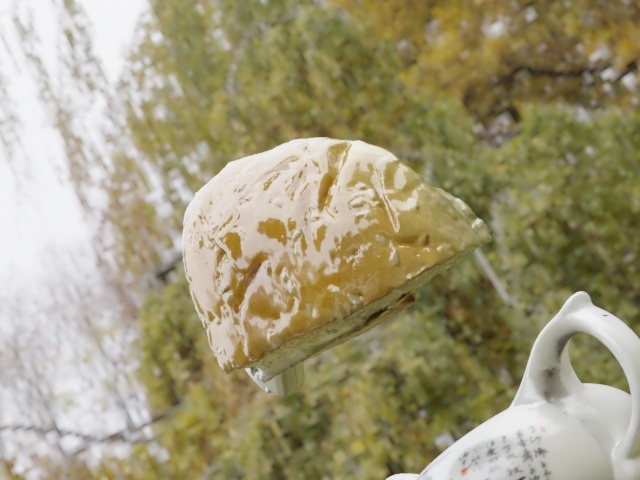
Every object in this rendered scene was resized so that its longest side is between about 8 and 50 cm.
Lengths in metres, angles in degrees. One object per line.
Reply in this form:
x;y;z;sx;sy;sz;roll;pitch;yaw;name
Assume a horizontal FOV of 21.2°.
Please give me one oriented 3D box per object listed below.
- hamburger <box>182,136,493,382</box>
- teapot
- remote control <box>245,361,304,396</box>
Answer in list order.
0.000;0.000;1.171;0.135;0.155;0.208;-26;2;-37;hamburger
0.155;0.163;1.245;0.208;0.166;0.299;-3;-41;-35;teapot
-0.054;0.081;1.597;0.042;0.078;0.221;-39;-25;-20;remote control
